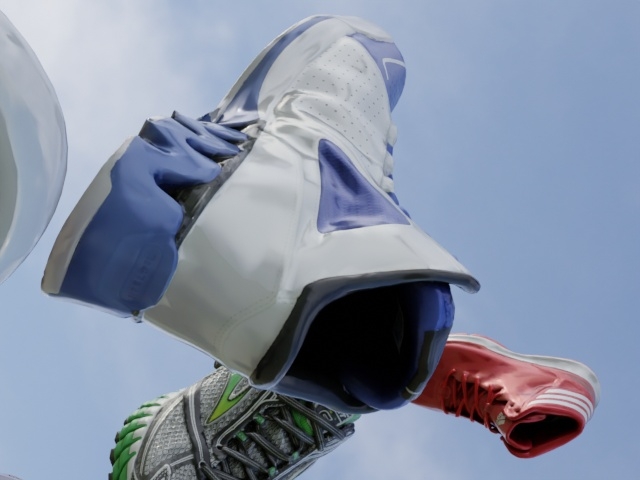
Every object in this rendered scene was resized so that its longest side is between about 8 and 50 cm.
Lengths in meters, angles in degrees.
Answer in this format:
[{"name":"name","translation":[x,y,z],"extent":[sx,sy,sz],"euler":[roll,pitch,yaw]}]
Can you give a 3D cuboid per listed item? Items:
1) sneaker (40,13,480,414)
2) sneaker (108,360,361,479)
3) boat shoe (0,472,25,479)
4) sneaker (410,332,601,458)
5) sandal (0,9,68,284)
[{"name":"sneaker","translation":[0.000,0.000,0.840],"extent":[0.182,0.315,0.127],"euler":[36,-60,5]},{"name":"sneaker","translation":[-0.056,0.156,1.334],"extent":[0.146,0.343,0.134],"euler":[-16,-67,38]},{"name":"boat shoe","translation":[-0.212,0.136,0.692],"extent":[0.116,0.324,0.123],"euler":[22,-100,20]},{"name":"sneaker","translation":[0.164,0.155,1.564],"extent":[0.221,0.128,0.087],"euler":[1,-74,15]},{"name":"sandal","translation":[-0.252,-0.033,0.506],"extent":[0.416,0.102,0.169],"euler":[-11,-56,29]}]
